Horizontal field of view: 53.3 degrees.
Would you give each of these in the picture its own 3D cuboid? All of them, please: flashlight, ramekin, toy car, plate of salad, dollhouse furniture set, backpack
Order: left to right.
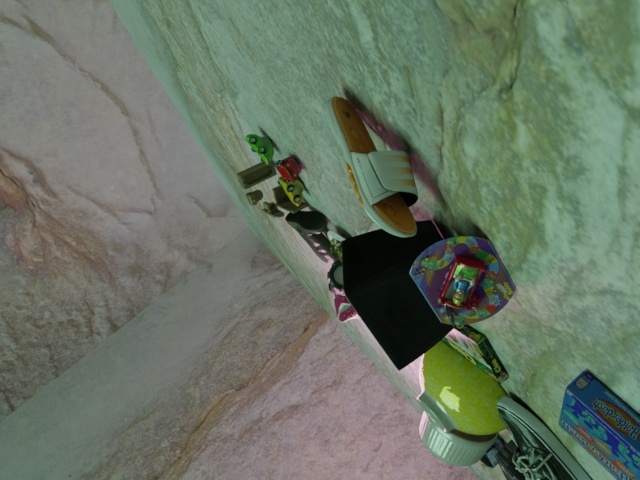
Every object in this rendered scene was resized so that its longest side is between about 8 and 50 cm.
[{"bbox_3d":[-0.144,-0.152,1.922,0.123,0.144,0.151,27,140,57],"label":"dollhouse furniture set"},{"bbox_3d":[-0.121,-0.218,1.752,0.225,0.053,0.239,49,170,15],"label":"toy car"},{"bbox_3d":[0.069,0.122,2.061,0.103,0.103,0.304,55,176,5],"label":"flashlight"},{"bbox_3d":[0.083,0.053,1.810,0.200,0.048,0.200,43,168,11],"label":"plate of salad"},{"bbox_3d":[0.369,0.516,1.740,0.207,0.207,0.109,42,124,42],"label":"ramekin"},{"bbox_3d":[0.503,0.619,1.921,0.114,0.084,0.105,55,172,7],"label":"backpack"}]

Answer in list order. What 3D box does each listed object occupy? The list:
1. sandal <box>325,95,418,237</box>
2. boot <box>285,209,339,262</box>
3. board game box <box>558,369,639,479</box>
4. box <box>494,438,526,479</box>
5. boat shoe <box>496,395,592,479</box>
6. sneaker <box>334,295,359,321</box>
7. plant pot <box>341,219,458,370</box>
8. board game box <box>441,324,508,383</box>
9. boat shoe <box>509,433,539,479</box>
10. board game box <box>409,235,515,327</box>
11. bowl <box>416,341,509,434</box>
[{"bbox_3d":[0.089,-0.130,0.993,0.102,0.076,0.265,-8,-112,-50],"label":"sandal"},{"bbox_3d":[0.002,-0.001,1.944,0.190,0.076,0.208,23,154,53],"label":"boot"},{"bbox_3d":[0.465,0.312,1.027,0.160,0.047,0.210,45,170,34],"label":"board game box"},{"bbox_3d":[0.620,0.713,1.756,0.242,0.076,0.307,41,167,47],"label":"box"},{"bbox_3d":[0.490,0.493,1.427,0.306,0.105,0.113,50,171,4],"label":"boat shoe"},{"bbox_3d":[0.146,0.187,1.942,0.252,0.111,0.102,-14,86,59],"label":"sneaker"},{"bbox_3d":[0.156,0.074,1.106,0.187,0.167,0.188,56,-165,-23],"label":"plant pot"},{"bbox_3d":[0.313,0.220,1.458,0.136,0.030,0.260,53,171,-27],"label":"board game box"},{"bbox_3d":[0.536,0.564,1.515,0.277,0.096,0.098,50,171,6],"label":"boat shoe"},{"bbox_3d":[0.223,0.072,0.989,0.168,0.133,0.033,55,-160,-24],"label":"board game box"},{"bbox_3d":[0.339,0.394,1.615,0.289,0.156,0.289,49,170,11],"label":"bowl"}]
